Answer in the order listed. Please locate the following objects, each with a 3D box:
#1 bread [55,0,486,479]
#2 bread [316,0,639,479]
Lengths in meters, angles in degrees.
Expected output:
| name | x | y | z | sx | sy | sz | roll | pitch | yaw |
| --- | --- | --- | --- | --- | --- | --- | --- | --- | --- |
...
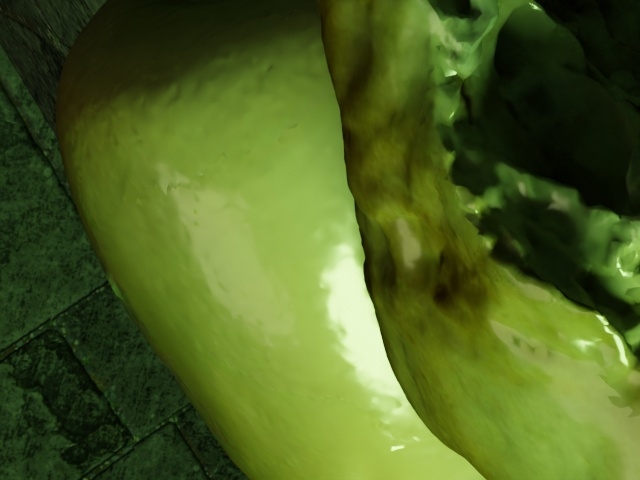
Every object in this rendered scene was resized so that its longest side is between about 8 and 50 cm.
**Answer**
| name | x | y | z | sx | sy | sz | roll | pitch | yaw |
| --- | --- | --- | --- | --- | --- | --- | --- | --- | --- |
| bread | 0.000 | 0.000 | 0.940 | 0.348 | 0.253 | 0.376 | 30 | 154 | 57 |
| bread | 0.118 | -0.008 | 0.633 | 0.314 | 0.192 | 0.370 | 34 | 154 | 60 |
